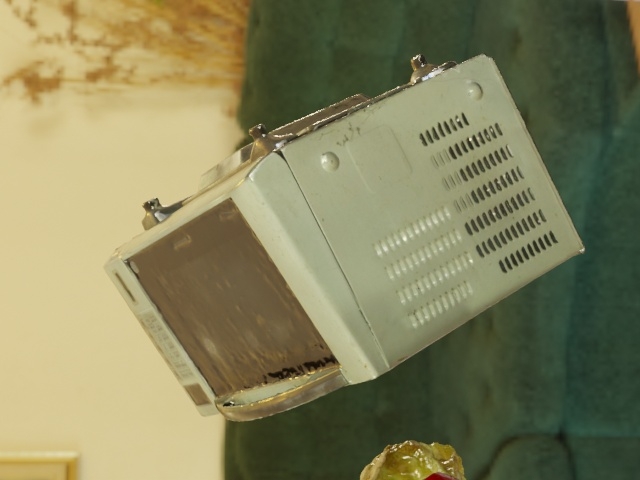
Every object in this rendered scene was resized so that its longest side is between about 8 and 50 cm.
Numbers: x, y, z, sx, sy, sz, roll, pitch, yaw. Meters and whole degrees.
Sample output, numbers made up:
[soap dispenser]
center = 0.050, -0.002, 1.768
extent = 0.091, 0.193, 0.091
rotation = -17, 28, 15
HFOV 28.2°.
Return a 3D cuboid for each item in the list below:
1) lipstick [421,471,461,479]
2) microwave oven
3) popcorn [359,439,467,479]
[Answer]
[lipstick]
center = 0.192, 0.277, 1.146
extent = 0.241, 0.080, 0.080
rotation = 13, 105, 36
[microwave oven]
center = 0.000, 0.000, 1.302
extent = 0.247, 0.333, 0.394
rotation = 62, 150, -2
[popcorn]
center = 0.087, 0.292, 1.354
extent = 0.142, 0.173, 0.173
rotation = 56, 172, -6
